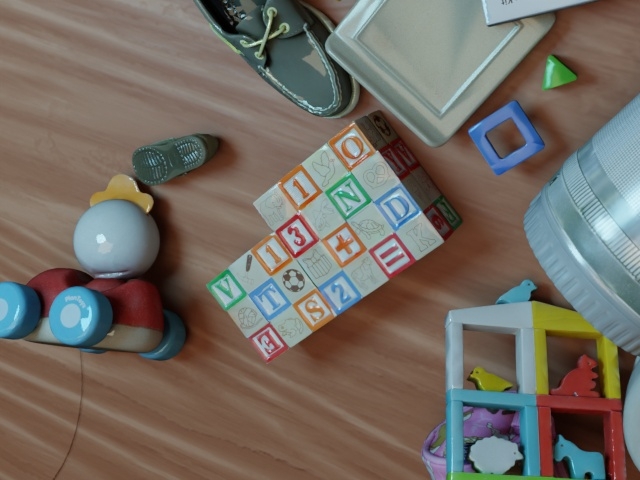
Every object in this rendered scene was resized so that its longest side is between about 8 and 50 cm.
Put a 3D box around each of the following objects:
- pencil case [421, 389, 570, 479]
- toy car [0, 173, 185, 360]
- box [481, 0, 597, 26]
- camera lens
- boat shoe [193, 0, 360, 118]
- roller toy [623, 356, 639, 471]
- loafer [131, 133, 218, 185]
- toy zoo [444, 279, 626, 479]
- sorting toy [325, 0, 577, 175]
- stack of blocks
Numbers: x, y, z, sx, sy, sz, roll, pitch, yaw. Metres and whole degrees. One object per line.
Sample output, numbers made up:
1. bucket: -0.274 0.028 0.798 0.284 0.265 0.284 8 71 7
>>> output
1. pencil case: 0.262 0.378 1.092 0.160 0.167 0.386 -25 97 -3
2. toy car: -0.297 0.029 1.225 0.210 0.219 0.237 2 78 23
3. box: 0.221 -0.325 0.926 0.145 0.038 0.186 -10 98 15
4. camera lens: 0.363 -0.044 0.874 0.219 0.219 0.274 46 118 4
5. boat shoe: -0.074 -0.261 1.064 0.109 0.091 0.305 -39 89 28
6. roller toy: 0.419 0.182 0.965 0.209 0.146 0.191 -40 88 29
7. loafer: -0.187 -0.106 1.189 0.148 0.050 0.056 -5 101 41
8. toy zoo: 0.234 0.182 1.004 0.192 0.030 0.293 5 67 -3
9. sorting toy: 0.129 -0.233 1.014 0.348 0.047 0.196 43 111 3
10. stack of blocks: 0.000 0.000 1.119 0.297 0.087 0.171 -38 89 28
